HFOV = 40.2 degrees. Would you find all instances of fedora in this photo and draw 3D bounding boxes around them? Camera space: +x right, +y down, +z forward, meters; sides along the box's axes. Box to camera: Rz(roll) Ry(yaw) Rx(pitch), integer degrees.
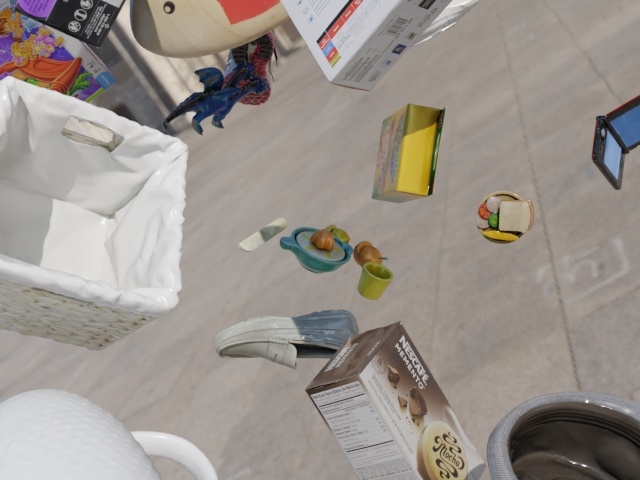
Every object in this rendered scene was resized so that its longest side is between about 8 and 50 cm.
[{"bbox_3d":[0.358,0.326,1.171,0.276,0.124,0.243,4,44,6],"label":"fedora"}]

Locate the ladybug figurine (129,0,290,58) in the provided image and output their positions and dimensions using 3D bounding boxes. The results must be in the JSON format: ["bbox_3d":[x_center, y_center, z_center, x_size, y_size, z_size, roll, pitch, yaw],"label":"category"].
[{"bbox_3d":[-0.154,-0.496,1.553,0.305,0.161,0.449,28,59,30],"label":"ladybug figurine"}]

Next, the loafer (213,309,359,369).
[{"bbox_3d":[-0.073,0.226,1.908,0.320,0.111,0.112,-8,-29,3],"label":"loafer"}]

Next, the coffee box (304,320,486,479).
[{"bbox_3d":[0.125,0.304,1.409,0.119,0.297,0.168,-24,10,36],"label":"coffee box"}]

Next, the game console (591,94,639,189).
[{"bbox_3d":[0.540,-0.169,1.528,0.085,0.144,0.124,0,70,37],"label":"game console"}]

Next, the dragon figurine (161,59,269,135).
[{"bbox_3d":[-0.221,-0.297,1.784,0.144,0.085,0.289,-52,-17,29],"label":"dragon figurine"}]

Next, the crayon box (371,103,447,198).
[{"bbox_3d":[0.199,-0.198,2.018,0.081,0.202,0.318,9,-3,-9],"label":"crayon box"}]

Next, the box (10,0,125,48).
[{"bbox_3d":[-0.391,-0.446,1.359,0.165,0.143,0.270,-54,39,21],"label":"box"}]

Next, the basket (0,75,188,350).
[{"bbox_3d":[-0.420,-0.021,1.416,0.266,0.328,0.331,-36,45,44],"label":"basket"}]

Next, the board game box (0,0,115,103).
[{"bbox_3d":[-0.597,-0.362,1.707,0.233,0.347,0.078,-39,55,0],"label":"board game box"}]

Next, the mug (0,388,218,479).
[{"bbox_3d":[-0.324,0.366,1.245,0.374,0.276,0.328,-2,27,-31],"label":"mug"}]

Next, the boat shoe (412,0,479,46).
[{"bbox_3d":[0.231,-0.426,1.664,0.184,0.063,0.066,-34,55,-6],"label":"boat shoe"}]

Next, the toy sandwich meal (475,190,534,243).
[{"bbox_3d":[0.264,-0.033,1.256,0.086,0.085,0.029,-32,-7,13],"label":"toy sandwich meal"}]

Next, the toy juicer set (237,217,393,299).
[{"bbox_3d":[0.000,0.000,1.882,0.209,0.329,0.089,-81,12,-63],"label":"toy juicer set"}]

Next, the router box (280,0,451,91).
[{"bbox_3d":[0.071,-0.409,1.073,0.082,0.301,0.335,0,-36,-47],"label":"router box"}]

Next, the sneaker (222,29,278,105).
[{"bbox_3d":[-0.153,-0.415,1.995,0.299,0.121,0.112,119,160,-58],"label":"sneaker"}]
